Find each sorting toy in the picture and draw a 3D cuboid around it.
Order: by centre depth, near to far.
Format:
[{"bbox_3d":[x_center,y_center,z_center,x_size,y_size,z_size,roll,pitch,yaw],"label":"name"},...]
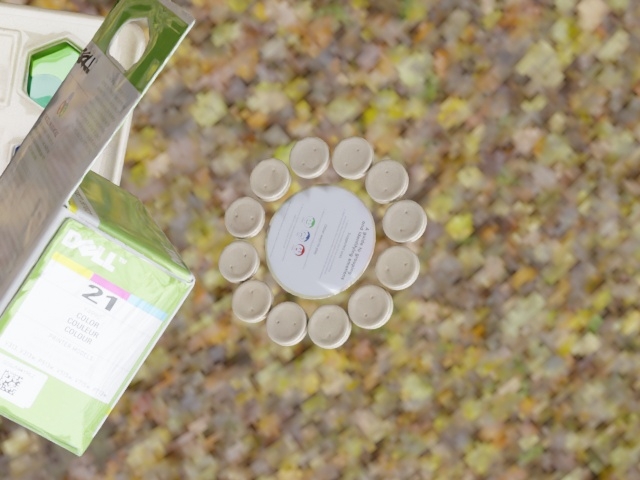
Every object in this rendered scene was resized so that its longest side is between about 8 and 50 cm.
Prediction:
[{"bbox_3d":[-0.281,-0.159,1.532,0.229,0.041,0.307,7,110,-16],"label":"sorting toy"}]

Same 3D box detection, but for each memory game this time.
[{"bbox_3d":[0.000,0.000,1.368,0.186,0.186,0.012,-43,153,6],"label":"memory game"}]

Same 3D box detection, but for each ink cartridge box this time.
[{"bbox_3d":[-0.133,-0.023,1.033,0.097,0.189,0.255,32,95,-23],"label":"ink cartridge box"}]
